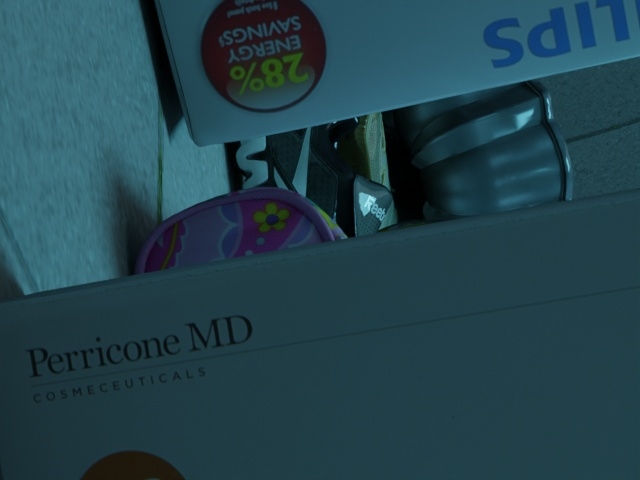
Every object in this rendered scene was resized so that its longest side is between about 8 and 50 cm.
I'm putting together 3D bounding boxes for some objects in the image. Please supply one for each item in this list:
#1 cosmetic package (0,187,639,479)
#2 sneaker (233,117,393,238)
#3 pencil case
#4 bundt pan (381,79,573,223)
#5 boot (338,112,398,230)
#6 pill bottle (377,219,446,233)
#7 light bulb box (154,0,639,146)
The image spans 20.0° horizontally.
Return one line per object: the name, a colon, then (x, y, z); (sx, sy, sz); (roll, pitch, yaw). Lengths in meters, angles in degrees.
cosmetic package: (0.084, 0.129, 0.669); (0.097, 0.377, 0.284); (0, 80, -83)
sneaker: (0.000, 0.000, 1.249); (0.078, 0.106, 0.234); (52, 29, -73)
pencil case: (-0.015, 0.057, 1.020); (0.284, 0.124, 0.124); (59, 22, -73)
bundt pan: (0.115, -0.071, 1.822); (0.331, 0.124, 0.330); (51, -29, 42)
boot: (0.031, -0.083, 1.715); (0.165, 0.077, 0.213); (60, 27, -68)
pill bottle: (0.092, 0.085, 1.380); (0.334, 0.188, 0.187); (-103, -177, -86)
light bulb box: (0.079, -0.238, 1.185); (0.361, 0.358, 0.225); (-78, 156, -74)
